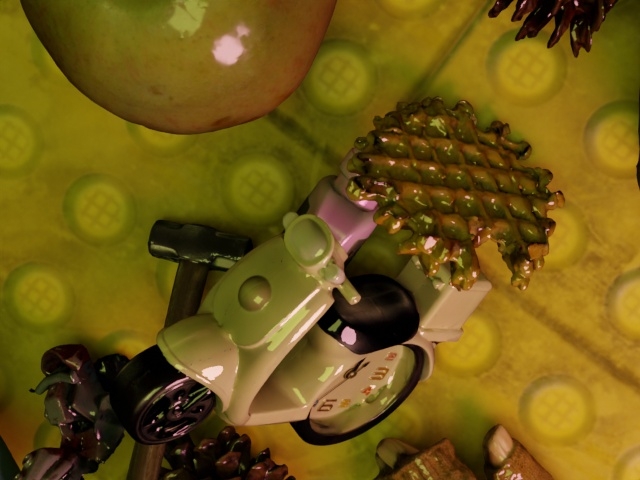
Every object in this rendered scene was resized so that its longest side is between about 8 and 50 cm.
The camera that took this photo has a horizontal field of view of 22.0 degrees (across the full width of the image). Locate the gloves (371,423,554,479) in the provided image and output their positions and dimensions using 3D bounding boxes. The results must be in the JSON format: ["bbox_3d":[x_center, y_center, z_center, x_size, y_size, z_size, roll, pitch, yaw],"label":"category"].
[{"bbox_3d":[0.192,0.340,1.779,0.356,0.155,0.203,45,102,0],"label":"gloves"}]

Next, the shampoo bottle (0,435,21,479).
[{"bbox_3d":[-0.540,0.209,1.771,0.331,0.331,0.342,-28,99,14],"label":"shampoo bottle"}]

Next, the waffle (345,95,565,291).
[{"bbox_3d":[0.140,-0.053,1.665,0.229,0.231,0.051,33,135,0],"label":"waffle"}]

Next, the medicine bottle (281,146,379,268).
[{"bbox_3d":[0.000,0.000,1.747,0.078,0.115,0.219,37,106,0],"label":"medicine bottle"}]

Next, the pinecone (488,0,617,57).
[{"bbox_3d":[0.220,-0.287,1.605,0.208,0.208,0.207,2,103,8],"label":"pinecone"}]

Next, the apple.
[{"bbox_3d":[-0.146,-0.270,1.609,0.338,0.305,0.338,2,104,10],"label":"apple"}]

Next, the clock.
[{"bbox_3d":[-0.013,0.095,1.657,0.120,0.379,0.276,50,115,30],"label":"clock"}]

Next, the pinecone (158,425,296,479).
[{"bbox_3d":[-0.111,0.295,1.804,0.212,0.168,0.185,42,147,2],"label":"pinecone"}]

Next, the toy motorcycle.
[{"bbox_3d":[-0.272,0.200,1.793,0.122,0.213,0.082,37,143,-21],"label":"toy motorcycle"}]

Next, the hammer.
[{"bbox_3d":[-0.164,0.159,1.765,0.111,0.043,0.365,10,77,10],"label":"hammer"}]

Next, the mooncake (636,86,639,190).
[{"bbox_3d":[0.511,-0.155,1.579,0.394,0.393,0.246,-12,105,-30],"label":"mooncake"}]
